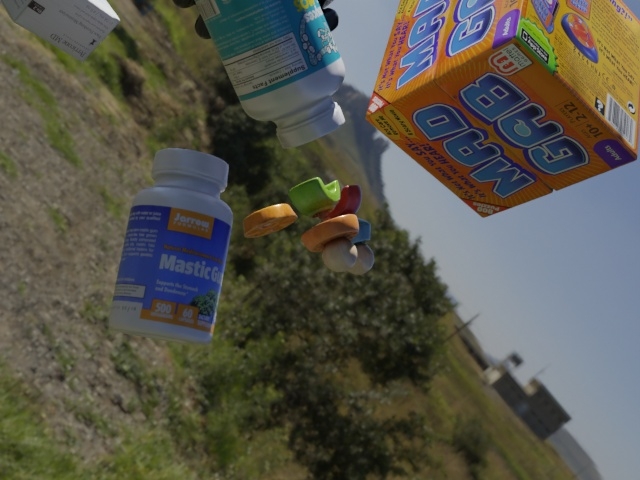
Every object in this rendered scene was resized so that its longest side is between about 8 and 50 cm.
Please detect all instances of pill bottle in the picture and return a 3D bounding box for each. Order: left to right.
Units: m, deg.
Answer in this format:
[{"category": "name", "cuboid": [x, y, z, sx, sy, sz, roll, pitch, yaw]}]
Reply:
[{"category": "pill bottle", "cuboid": [-0.212, 0.009, 1.263, 0.152, 0.271, 0.152, 8, -10, 2]}, {"category": "pill bottle", "cuboid": [-0.060, -0.257, 1.115, 0.146, 0.146, 0.264, -122, -172, -74]}]

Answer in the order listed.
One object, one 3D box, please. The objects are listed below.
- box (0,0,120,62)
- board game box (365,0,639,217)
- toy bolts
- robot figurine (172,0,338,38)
[{"category": "box", "cuboid": [-0.515, -0.468, 1.649, 0.182, 0.119, 0.181, 53, 14, 30]}, {"category": "board game box", "cuboid": [0.365, -0.326, 1.660, 0.357, 0.356, 0.356, 36, 53, -27]}, {"category": "toy bolts", "cuboid": [0.000, 0.000, 1.542, 0.228, 0.218, 0.158, -3, 70, -60]}, {"category": "robot figurine", "cuboid": [-0.085, -0.395, 1.275, 0.174, 0.278, 0.209, 16, -51, 41]}]
